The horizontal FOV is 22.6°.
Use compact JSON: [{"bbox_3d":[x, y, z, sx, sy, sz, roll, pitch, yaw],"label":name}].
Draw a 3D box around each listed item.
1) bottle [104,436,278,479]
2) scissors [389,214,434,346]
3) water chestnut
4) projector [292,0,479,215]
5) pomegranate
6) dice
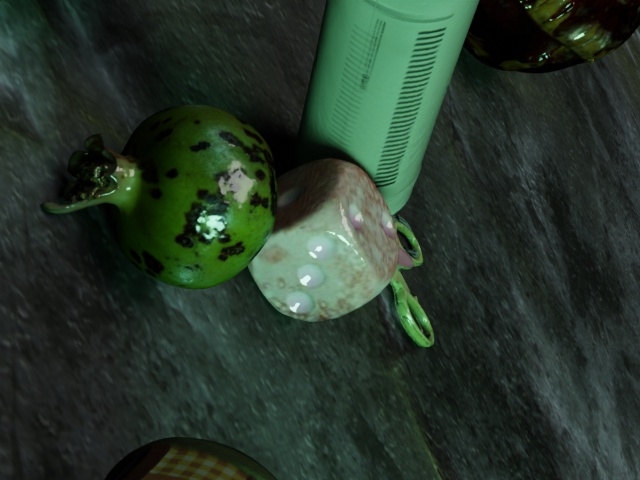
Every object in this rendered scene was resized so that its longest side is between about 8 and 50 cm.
[{"bbox_3d":[-0.109,0.199,0.777,0.271,0.143,0.156,-35,142,-68],"label":"bottle"},{"bbox_3d":[0.051,0.005,1.409,0.187,0.020,0.133,44,31,-47],"label":"scissors"},{"bbox_3d":[0.266,-0.336,1.834,0.300,0.300,0.300,46,33,-41],"label":"water chestnut"},{"bbox_3d":[0.047,-0.132,1.191,0.337,0.108,0.108,105,-21,-62],"label":"projector"},{"bbox_3d":[-0.100,-0.031,1.025,0.162,0.122,0.122,8,60,-30],"label":"pomegranate"},{"bbox_3d":[0.000,0.000,1.216,0.091,0.093,0.094,55,29,-28],"label":"dice"}]
